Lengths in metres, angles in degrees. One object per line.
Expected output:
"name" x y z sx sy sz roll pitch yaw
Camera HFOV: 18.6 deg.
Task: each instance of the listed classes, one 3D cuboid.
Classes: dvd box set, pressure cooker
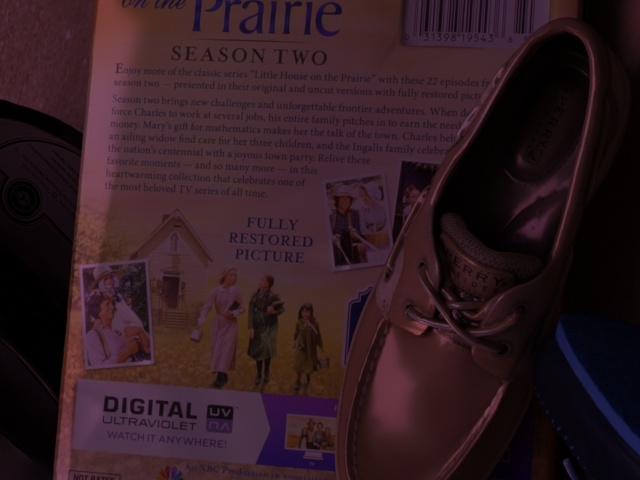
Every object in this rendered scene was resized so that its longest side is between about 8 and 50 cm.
"dvd box set" 0.000 0.000 1.179 0.307 0.062 0.420 2 85 13
"pressure cooker" -0.304 0.082 1.484 0.420 0.370 0.375 -12 78 57

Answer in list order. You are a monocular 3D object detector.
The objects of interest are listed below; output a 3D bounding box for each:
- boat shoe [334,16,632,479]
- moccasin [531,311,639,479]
"boat shoe" 0.084 0.019 1.074 0.109 0.098 0.302 25 90 13
"moccasin" 0.198 0.168 0.957 0.342 0.137 0.117 54 131 46
